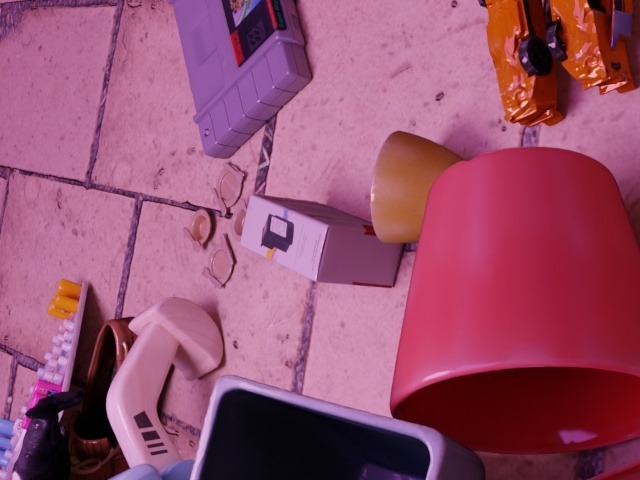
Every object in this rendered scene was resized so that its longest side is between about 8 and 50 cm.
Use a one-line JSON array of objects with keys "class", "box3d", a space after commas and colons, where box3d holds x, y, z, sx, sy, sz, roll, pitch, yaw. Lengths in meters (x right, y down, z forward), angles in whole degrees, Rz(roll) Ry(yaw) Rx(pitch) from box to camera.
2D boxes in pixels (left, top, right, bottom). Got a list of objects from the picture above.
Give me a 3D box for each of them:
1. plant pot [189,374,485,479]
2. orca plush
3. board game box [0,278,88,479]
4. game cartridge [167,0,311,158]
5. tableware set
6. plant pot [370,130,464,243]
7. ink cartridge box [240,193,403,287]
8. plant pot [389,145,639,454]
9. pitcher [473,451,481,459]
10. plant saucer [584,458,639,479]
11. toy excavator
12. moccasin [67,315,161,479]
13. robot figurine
[{"class": "plant pot", "box3d": [0.032, 0.292, 1.232, 0.248, 0.252, 0.247, 11, 82, 30]}, {"class": "orca plush", "box3d": [-0.365, 0.325, 1.771, 0.102, 0.151, 0.287, 30, 123, 10]}, {"class": "board game box", "box3d": [-0.488, 0.306, 2.050, 0.390, 0.050, 0.390, -62, 16, 22]}, {"class": "game cartridge", "box3d": [-0.131, -0.330, 1.866, 0.230, 0.068, 0.355, -42, 52, 43]}, {"class": "tableware set", "box3d": [-0.146, -0.023, 1.853, 0.169, 0.020, 0.141, -57, 45, 26]}, {"class": "plant pot", "box3d": [0.128, -0.058, 1.455, 0.095, 0.134, 0.134, 7, 88, 25]}, {"class": "ink cartridge box", "box3d": [0.000, 0.000, 1.585, 0.175, 0.127, 0.072, 23, 103, 51]}, {"class": "plant pot", "box3d": [0.204, 0.057, 1.236, 0.275, 0.275, 0.243, -28, 52, 45]}, {"class": "pitcher", "box3d": [0.107, 0.316, 1.391, 0.178, 0.125, 0.207, -9, 67, 63]}, {"class": "plant saucer", "box3d": [0.320, 0.318, 1.095, 0.259, 0.048, 0.258, -21, 58, -1]}, {"class": "toy excavator", "box3d": [-0.227, 0.337, 1.693, 0.222, 0.433, 0.445, -29, 89, 44]}, {"class": "moccasin", "box3d": [-0.333, 0.300, 1.914, 0.139, 0.147, 0.380, 32, 108, 41]}, {"class": "robot figurine", "box3d": [0.250, -0.282, 1.368, 0.211, 0.085, 0.291, -22, 67, 46]}]
